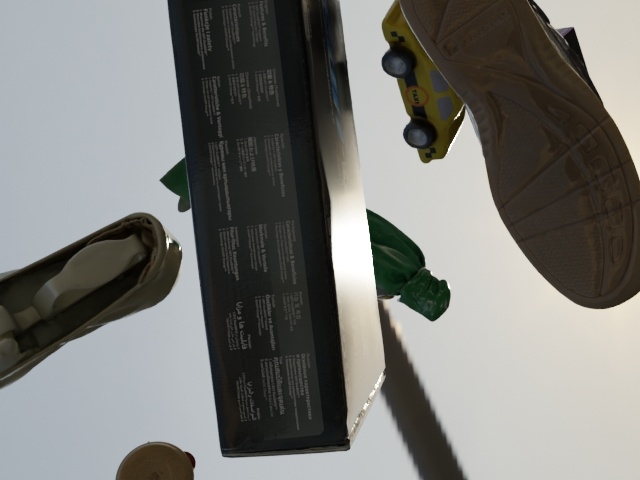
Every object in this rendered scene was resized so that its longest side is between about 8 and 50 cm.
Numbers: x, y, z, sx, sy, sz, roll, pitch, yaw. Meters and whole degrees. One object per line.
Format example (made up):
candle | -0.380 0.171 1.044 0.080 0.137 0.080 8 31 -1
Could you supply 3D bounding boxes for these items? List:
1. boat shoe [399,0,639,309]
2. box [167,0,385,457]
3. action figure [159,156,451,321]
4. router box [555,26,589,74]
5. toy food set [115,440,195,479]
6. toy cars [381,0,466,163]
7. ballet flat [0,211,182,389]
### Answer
boat shoe | 0.152 -0.089 0.953 0.285 0.103 0.092 59 -156 3
box | -0.015 -0.035 0.565 0.175 0.051 0.220 -19 -78 -83
action figure | 0.000 0.000 1.065 0.137 0.232 0.063 -27 -41 -55
router box | 0.281 -0.174 1.707 0.046 0.133 0.179 -38 -63 -35
toy food set | -0.164 0.240 1.357 0.082 0.083 0.020 -55 -20 -19
toy cars | 0.136 -0.283 1.468 0.176 0.087 0.394 4 -93 -64
ballet flat | -0.216 0.051 1.008 0.248 0.086 0.086 -30 -66 -14
